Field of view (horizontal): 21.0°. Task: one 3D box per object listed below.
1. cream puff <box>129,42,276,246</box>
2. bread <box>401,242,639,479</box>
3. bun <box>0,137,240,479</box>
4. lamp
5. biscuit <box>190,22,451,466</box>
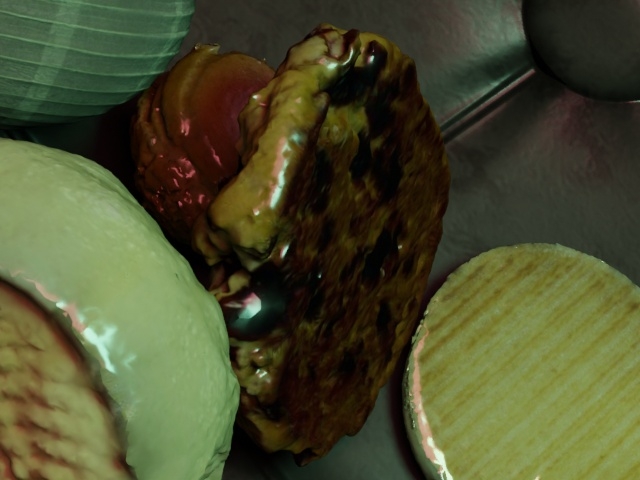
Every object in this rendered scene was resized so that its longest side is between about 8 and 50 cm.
[{"bbox_3d":[-0.078,-0.062,1.301,0.150,0.115,0.165,49,41,-13],"label":"cream puff"},{"bbox_3d":[0.184,0.132,1.370,0.267,0.040,0.267,6,70,-17],"label":"bread"},{"bbox_3d":[-0.202,0.082,1.090,0.364,0.364,0.202,46,39,0],"label":"bun"},{"bbox_3d":[-0.224,-0.188,1.240,0.265,0.233,0.233,12,68,-23],"label":"lamp"},{"bbox_3d":[-0.002,0.004,1.220,0.081,0.334,0.289,16,62,25],"label":"biscuit"}]
